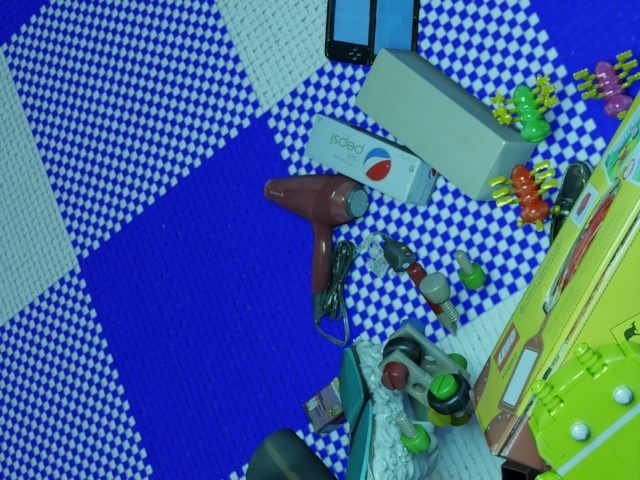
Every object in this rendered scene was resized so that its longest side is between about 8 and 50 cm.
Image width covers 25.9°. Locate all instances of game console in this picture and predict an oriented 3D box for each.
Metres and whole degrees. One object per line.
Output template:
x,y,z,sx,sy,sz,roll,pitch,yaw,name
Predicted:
0.080,-0.349,2.169,0.085,0.124,0.144,-3,83,64,game console

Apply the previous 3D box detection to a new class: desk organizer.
0.286,0.359,1.934,0.047,0.050,0.130,11,119,38,desk organizer

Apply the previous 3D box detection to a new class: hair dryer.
0.000,0.000,2.198,0.223,0.080,0.293,-48,60,25,hair dryer

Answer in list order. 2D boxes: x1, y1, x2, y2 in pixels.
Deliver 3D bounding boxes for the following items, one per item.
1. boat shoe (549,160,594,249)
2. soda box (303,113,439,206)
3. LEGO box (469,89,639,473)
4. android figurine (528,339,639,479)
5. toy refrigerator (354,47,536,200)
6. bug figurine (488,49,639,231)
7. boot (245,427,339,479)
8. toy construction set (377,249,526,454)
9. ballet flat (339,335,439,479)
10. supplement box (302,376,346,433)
0.352,-0.038,1.952,0.056,0.049,0.152,4,89,37,boat shoe
0.080,-0.125,2.156,0.216,0.069,0.074,28,103,36,soda box
0.463,0.081,1.646,0.500,0.372,0.193,-62,11,15,LEGO box
0.348,0.224,1.556,0.248,0.273,0.056,-40,18,10,android figurine
0.185,-0.174,2.068,0.269,0.094,0.102,42,117,33,toy refrigerator
0.362,-0.138,1.910,0.279,0.072,0.216,-18,73,12,bug figurine
0.066,0.430,1.987,0.445,0.146,0.367,50,150,31,boot
0.229,0.182,1.942,0.257,0.237,0.309,-30,31,7,toy construction set
0.101,0.262,1.947,0.147,0.147,0.409,-52,17,22,ballet flat
0.021,0.258,2.182,0.083,0.043,0.055,-41,64,26,supplement box
